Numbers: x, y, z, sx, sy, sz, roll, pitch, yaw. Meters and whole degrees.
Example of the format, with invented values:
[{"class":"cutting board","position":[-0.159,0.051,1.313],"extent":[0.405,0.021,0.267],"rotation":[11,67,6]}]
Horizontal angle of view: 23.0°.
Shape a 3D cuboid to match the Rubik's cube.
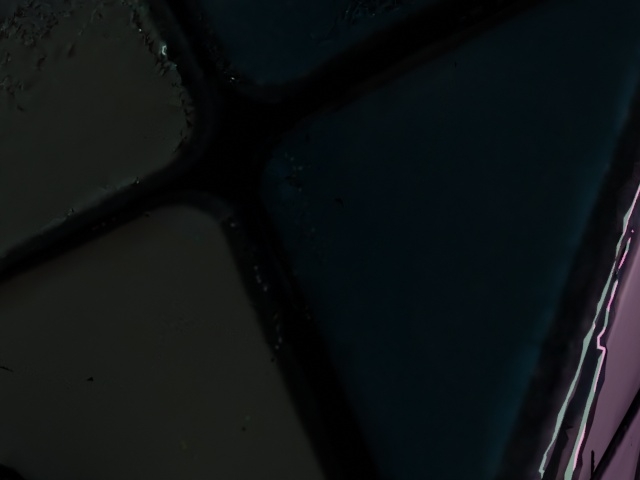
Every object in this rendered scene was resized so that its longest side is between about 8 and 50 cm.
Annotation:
[{"class":"Rubik's cube","position":[0.000,0.000,0.658],"extent":[0.310,0.307,0.305],"rotation":[40,68,-69]}]
